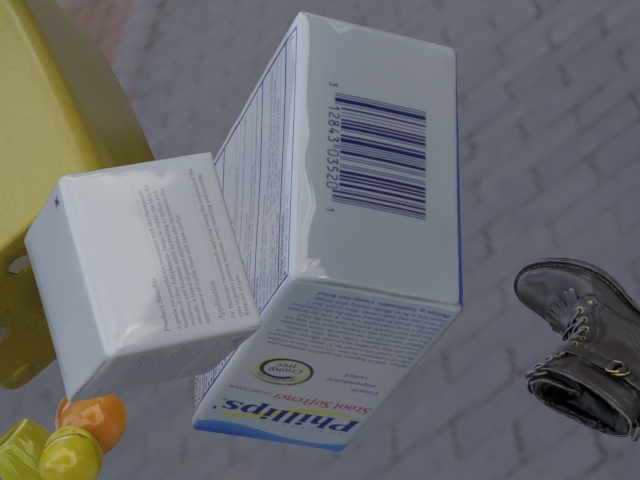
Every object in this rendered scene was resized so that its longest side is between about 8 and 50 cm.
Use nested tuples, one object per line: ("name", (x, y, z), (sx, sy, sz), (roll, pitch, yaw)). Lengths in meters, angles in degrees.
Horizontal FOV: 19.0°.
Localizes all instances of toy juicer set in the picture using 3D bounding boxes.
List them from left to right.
("toy juicer set", (-0.250, 0.247, 1.564), (0.209, 0.089, 0.329), (-35, 15, 39))

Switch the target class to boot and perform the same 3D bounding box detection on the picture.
("boot", (0.301, 0.124, 2.239), (0.229, 0.263, 0.091), (-29, -40, -51))

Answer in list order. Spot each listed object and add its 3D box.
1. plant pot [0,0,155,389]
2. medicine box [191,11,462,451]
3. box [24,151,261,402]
("plant pot", (-0.210, -0.035, 1.163), (0.212, 0.187, 0.212), (-39, -26, 1))
("medicine box", (0.000, 0.000, 1.644), (0.289, 0.149, 0.264), (124, 152, -54))
("box", (-0.097, 0.021, 1.016), (0.087, 0.101, 0.102), (-11, -15, -25))
